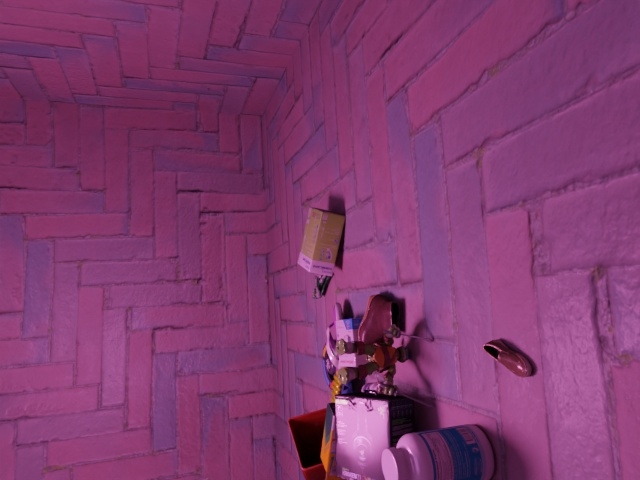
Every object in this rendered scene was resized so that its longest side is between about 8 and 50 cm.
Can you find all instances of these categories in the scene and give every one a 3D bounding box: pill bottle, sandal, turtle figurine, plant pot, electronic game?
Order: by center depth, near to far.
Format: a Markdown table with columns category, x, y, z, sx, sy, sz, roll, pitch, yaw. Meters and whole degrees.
| category | x | y | z | sx | sy | sz | roll | pitch | yaw |
| --- | --- | --- | --- | --- | --- | --- | --- | --- | --- |
| pill bottle | 0.294 | 0.560 | 1.236 | 0.146 | 0.264 | 0.146 | 179 | 90 | -72 |
| turtle figurine | 0.200 | 0.373 | 1.523 | 0.275 | 0.266 | 0.198 | -133 | 47 | -59 |
| pill bottle | 0.205 | 0.566 | 1.816 | 0.120 | 0.067 | 0.067 | 136 | 130 | -65 |
| sandal | 0.111 | 0.682 | 2.014 | 0.126 | 0.138 | 0.318 | -122 | 35 | -82 |
| plant pot | 0.025 | 0.925 | 2.124 | 0.267 | 0.267 | 0.236 | -121 | 22 | -56 |
| sandal | 0.062 | 0.482 | 2.125 | 0.169 | 0.102 | 0.417 | 68 | -162 | -84 |
| electronic game | 0.053 | 0.593 | 2.310 | 0.229 | 0.048 | 0.229 | 180 | 90 | -72 |

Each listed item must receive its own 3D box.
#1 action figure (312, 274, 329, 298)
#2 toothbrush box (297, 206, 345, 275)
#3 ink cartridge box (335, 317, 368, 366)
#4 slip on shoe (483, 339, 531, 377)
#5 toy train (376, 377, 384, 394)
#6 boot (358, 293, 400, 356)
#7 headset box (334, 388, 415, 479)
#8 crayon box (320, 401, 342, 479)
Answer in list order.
| category | x | y | z | sx | sy | sz | roll | pitch | yaw |
| --- | --- | --- | --- | --- | --- | --- | --- | --- | --- |
| action figure | 0.000 | 0.213 | 2.430 | 0.137 | 0.063 | 0.232 | -98 | 20 | -50 |
| toothbrush box | 0.000 | 0.000 | 2.256 | 0.206 | 0.122 | 0.283 | -154 | 77 | -70 |
| ink cartridge box | 0.134 | 0.416 | 1.982 | 0.139 | 0.082 | 0.191 | -26 | 65 | 60 |
| slip on shoe | 0.437 | 0.277 | 1.142 | 0.135 | 0.041 | 0.052 | -128 | 41 | -62 |
| toy train | 0.245 | 0.595 | 1.664 | 0.143 | 0.105 | 0.248 | -35 | 57 | 56 |
| boot | 0.213 | 0.322 | 1.744 | 0.207 | 0.090 | 0.249 | -169 | 82 | -73 |
| headset box | 0.175 | 0.628 | 1.572 | 0.246 | 0.131 | 0.283 | -11 | 74 | 47 |
| crayon box | 0.115 | 0.772 | 1.882 | 0.083 | 0.203 | 0.323 | -129 | 42 | -63 |
